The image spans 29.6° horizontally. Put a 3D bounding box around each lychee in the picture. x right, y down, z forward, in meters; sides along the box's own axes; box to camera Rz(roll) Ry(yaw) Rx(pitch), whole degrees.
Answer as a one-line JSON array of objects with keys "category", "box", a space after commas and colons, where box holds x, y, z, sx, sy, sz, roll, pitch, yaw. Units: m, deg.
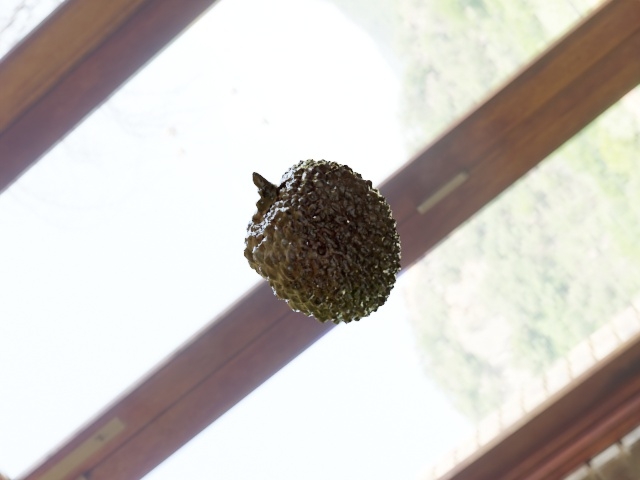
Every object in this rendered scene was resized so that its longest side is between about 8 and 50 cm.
[{"category": "lychee", "box": [0.000, 0.000, 0.523, 0.083, 0.068, 0.067, 45, -162, -23]}]
